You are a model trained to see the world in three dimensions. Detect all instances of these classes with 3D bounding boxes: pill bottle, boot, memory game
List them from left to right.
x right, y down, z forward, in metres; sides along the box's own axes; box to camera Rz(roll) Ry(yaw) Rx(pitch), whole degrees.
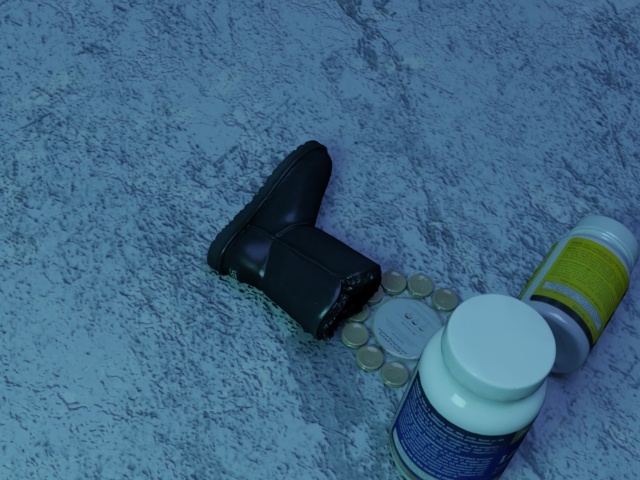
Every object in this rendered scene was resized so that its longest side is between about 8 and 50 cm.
[{"bbox_3d":[0.000,0.000,1.760,0.207,0.094,0.246,31,61,20],"label":"boot"},{"bbox_3d":[0.117,0.118,1.757,0.186,0.012,0.186,6,53,-8],"label":"memory game"},{"bbox_3d":[0.178,0.185,1.562,0.153,0.265,0.153,5,54,-7],"label":"pill bottle"},{"bbox_3d":[0.340,0.067,1.773,0.119,0.119,0.208,31,55,12],"label":"pill bottle"}]
